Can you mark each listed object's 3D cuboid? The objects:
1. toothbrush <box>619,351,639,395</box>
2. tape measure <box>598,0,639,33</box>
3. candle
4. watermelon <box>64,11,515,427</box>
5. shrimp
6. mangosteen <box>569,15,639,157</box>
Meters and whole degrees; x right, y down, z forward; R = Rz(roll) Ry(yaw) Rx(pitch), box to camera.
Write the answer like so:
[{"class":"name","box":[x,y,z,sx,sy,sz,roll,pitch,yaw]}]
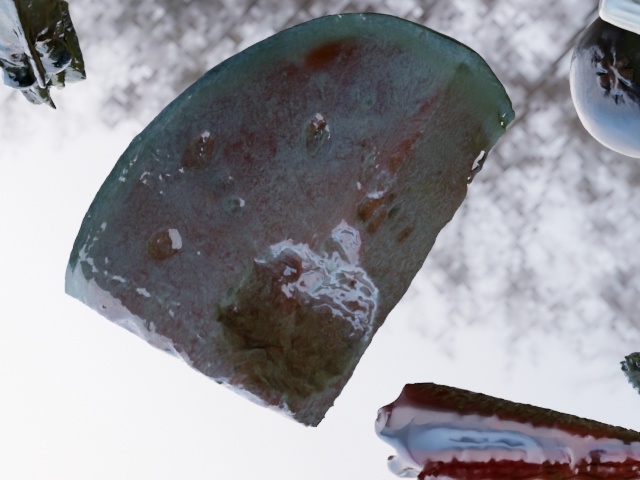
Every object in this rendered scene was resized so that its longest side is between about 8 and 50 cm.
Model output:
[{"class":"toothbrush","box":[0.257,0.163,0.998,0.286,0.020,0.025,48,-160,21]},{"class":"tape measure","box":[0.297,-0.273,1.330,0.133,0.271,0.231,19,-161,10]},{"class":"candle","box":[0.129,0.112,0.889,0.059,0.302,0.084,-13,-84,-36]},{"class":"watermelon","box":[0.000,0.000,1.191,0.148,0.318,0.226,34,-144,-44]},{"class":"shrimp","box":[-0.208,-0.214,1.146,0.168,0.077,0.317,-111,7,-48]},{"class":"mangosteen","box":[0.288,-0.136,1.651,0.151,0.137,0.137,3,-130,-49]}]
